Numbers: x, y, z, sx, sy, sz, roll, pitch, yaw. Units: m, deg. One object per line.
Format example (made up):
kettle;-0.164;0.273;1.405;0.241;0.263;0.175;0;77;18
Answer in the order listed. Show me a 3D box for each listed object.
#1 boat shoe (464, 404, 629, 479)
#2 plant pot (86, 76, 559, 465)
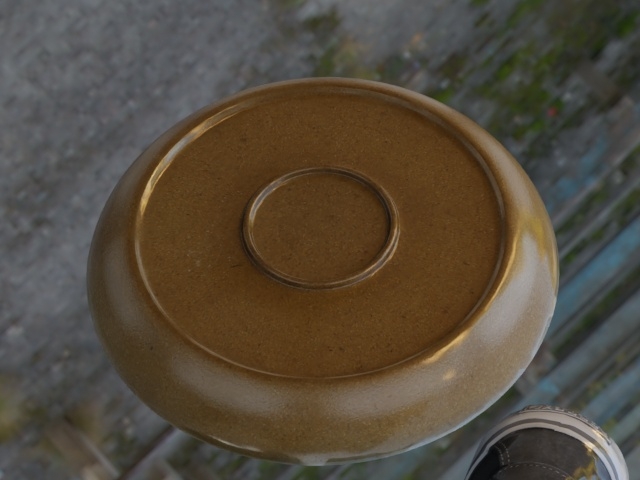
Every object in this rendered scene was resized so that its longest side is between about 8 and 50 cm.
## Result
boat shoe;0.065;0.174;0.548;0.076;0.080;0.228;-41;144;-65
plant pot;0.000;0.000;0.753;0.236;0.236;0.032;-39;150;-24
